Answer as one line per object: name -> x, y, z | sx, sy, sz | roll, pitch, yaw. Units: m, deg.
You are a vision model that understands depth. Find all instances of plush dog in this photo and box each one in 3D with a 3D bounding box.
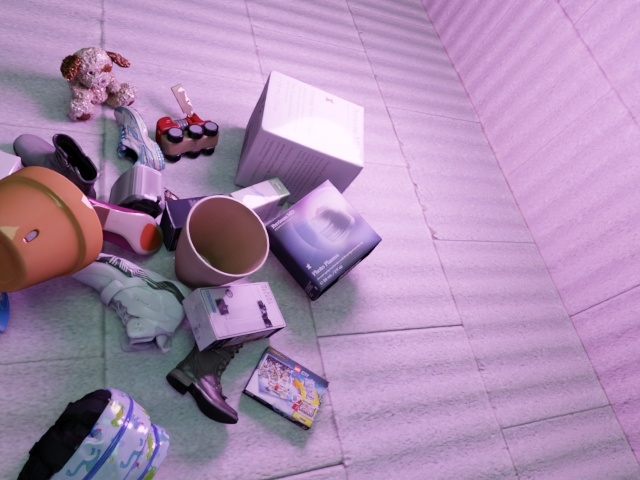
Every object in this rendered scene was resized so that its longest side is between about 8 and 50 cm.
plush dog -> -0.790, -0.573, 1.659 | 0.262, 0.225, 0.210 | -34, 79, -38

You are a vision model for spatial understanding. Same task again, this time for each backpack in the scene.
backpack -> -0.499, 0.466, 1.065 | 0.273, 0.355, 0.290 | 38, 50, -3

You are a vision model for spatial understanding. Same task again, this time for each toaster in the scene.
toaster -> -0.575, -0.137, 1.500 | 0.129, 0.227, 0.146 | 22, 48, -43

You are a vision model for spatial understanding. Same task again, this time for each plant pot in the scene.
plant pot -> -0.336, 0.042, 1.457 | 0.256, 0.274, 0.256 | 20, 53, -29
plant pot -> -0.719, -0.008, 1.158 | 0.291, 0.291, 0.203 | 35, 33, -3

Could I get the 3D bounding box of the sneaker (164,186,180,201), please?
sneaker -> -0.564, -0.168, 1.619 | 0.188, 0.071, 0.066 | 22, 52, -13

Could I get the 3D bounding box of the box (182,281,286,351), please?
box -> -0.256, 0.224, 1.456 | 0.290, 0.087, 0.169 | 3, 56, -53

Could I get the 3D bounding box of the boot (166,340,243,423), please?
boot -> -0.295, 0.379, 1.403 | 0.263, 0.091, 0.229 | 42, 44, -4

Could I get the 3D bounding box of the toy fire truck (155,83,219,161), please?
toy fire truck -> -0.522, -0.445, 1.783 | 0.217, 0.158, 0.246 | -21, 60, -35

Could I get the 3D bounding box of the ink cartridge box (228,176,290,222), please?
ink cartridge box -> -0.236, -0.124, 1.709 | 0.212, 0.154, 0.093 | -29, 76, -37

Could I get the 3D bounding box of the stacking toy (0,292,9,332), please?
stacking toy -> -0.951, 0.170, 1.165 | 0.301, 0.166, 0.175 | -15, 66, -22

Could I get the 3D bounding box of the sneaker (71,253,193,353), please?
sneaker -> -0.556, 0.182, 1.355 | 0.365, 0.137, 0.210 | 23, 49, -17

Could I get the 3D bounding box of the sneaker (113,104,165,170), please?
sneaker -> -0.661, -0.353, 1.666 | 0.122, 0.110, 0.283 | -28, 76, -34

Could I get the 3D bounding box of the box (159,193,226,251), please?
box -> -0.410, -0.060, 1.578 | 0.207, 0.153, 0.108 | -10, 65, -33

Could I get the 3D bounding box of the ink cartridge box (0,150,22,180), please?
ink cartridge box -> -0.960, -0.103, 1.288 | 0.197, 0.198, 0.270 | 17, 53, -16

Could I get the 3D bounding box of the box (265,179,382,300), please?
box -> 0.000, 0.000, 1.688 | 0.296, 0.183, 0.294 | -39, 81, -19

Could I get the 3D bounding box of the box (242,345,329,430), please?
box -> -0.103, 0.455, 1.479 | 0.233, 0.044, 0.159 | 33, 51, -5

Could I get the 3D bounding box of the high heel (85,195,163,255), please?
high heel -> -0.624, -0.054, 1.408 | 0.181, 0.377, 0.127 | 14, 76, 19

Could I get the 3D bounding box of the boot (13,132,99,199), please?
boot -> -0.796, -0.256, 1.455 | 0.338, 0.223, 0.118 | 41, 51, 1

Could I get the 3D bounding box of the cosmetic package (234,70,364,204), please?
cosmetic package -> -0.078, -0.366, 1.837 | 0.393, 0.327, 0.329 | 17, 54, -19
